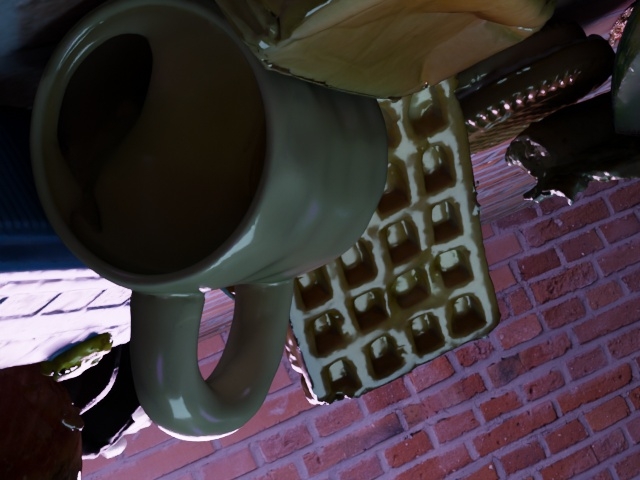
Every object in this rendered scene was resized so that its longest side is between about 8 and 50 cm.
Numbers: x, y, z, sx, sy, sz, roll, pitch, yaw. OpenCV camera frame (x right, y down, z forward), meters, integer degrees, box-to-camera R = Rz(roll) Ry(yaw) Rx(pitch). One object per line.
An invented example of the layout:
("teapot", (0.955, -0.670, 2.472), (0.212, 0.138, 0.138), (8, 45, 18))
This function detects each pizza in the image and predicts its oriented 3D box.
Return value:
("pizza", (0.389, -0.261, 1.163), (0.099, 0.029, 0.100), (-24, 173, -9))

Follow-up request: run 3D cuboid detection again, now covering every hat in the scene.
("hat", (-0.295, 0.108, 1.265), (0.238, 0.209, 0.336), (-43, 168, -39))

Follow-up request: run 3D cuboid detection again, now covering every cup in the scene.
("cup", (-0.044, -0.018, 0.628), (0.173, 0.255, 0.202), (-21, 173, 20))

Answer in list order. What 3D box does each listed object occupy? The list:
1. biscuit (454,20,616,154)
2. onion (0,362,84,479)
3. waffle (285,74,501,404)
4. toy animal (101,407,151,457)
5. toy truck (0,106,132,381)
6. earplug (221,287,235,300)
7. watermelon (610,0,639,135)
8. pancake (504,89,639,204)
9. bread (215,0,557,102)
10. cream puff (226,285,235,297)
("biscuit", (0.192, -0.156, 1.090), (0.259, 0.079, 0.259), (-25, 174, -3))
("onion", (-0.406, 0.228, 0.991), (0.353, 0.354, 0.353), (-24, 173, -3))
("waffle", (0.040, -0.014, 0.906), (0.224, 0.098, 0.328), (-26, 128, -11))
("toy animal", (-0.353, 0.200, 1.491), (0.367, 0.241, 0.196), (-36, -172, -32))
("toy truck", (-0.211, 0.008, 0.693), (0.162, 0.161, 0.385), (-35, 169, 14))
("earplug", (-0.002, 0.008, 1.341), (0.257, 0.164, 0.280), (-20, -175, 19))
("watermelon", (0.411, -0.213, 0.973), (0.305, 0.180, 0.224), (-33, 169, -29))
("pancake", (0.398, -0.124, 1.002), (0.426, 0.067, 0.305), (-3, -155, 23))
("bread", (0.037, -0.150, 0.532), (0.136, 0.107, 0.241), (-28, 171, 23))
("cream puff", (-0.012, -0.035, 1.066), (0.269, 0.155, 0.241), (-20, 170, 28))
